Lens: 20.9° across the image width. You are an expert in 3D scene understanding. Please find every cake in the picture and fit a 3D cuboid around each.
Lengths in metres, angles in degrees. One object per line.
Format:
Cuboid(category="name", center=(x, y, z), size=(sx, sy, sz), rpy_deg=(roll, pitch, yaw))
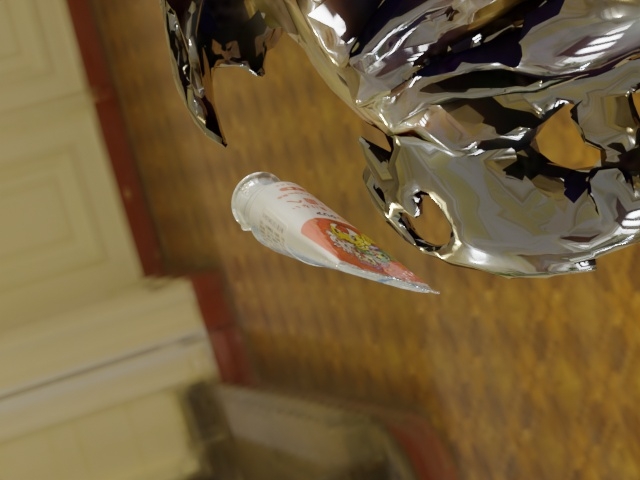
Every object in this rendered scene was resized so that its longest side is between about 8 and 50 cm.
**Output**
Cuboid(category="cake", center=(0.091, -0.132, 0.451), size=(0.332, 0.321, 0.332), rpy_deg=(57, 174, 10))

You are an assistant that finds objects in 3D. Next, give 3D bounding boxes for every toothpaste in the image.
Cuboid(category="toothpaste", center=(0.000, 0.000, 1.373), size=(0.234, 0.089, 0.057), rpy_deg=(33, 105, 57))
